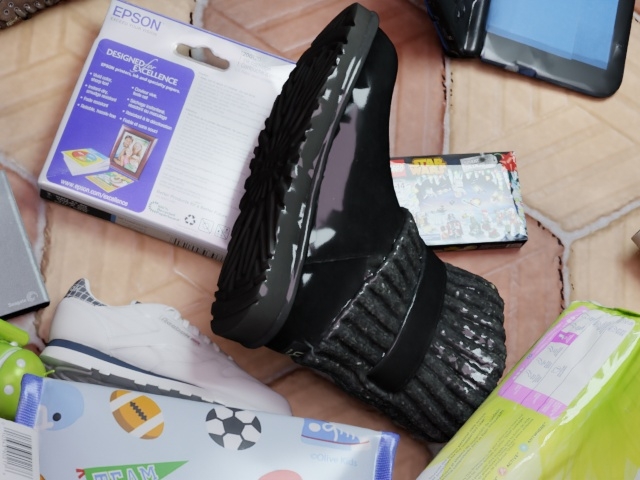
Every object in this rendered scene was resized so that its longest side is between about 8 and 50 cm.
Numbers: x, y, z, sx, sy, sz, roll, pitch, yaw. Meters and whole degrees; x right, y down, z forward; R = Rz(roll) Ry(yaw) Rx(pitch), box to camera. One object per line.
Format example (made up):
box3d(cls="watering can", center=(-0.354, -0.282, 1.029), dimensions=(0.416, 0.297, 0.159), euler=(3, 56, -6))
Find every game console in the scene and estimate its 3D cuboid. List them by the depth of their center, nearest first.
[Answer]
box3d(cls="game console", center=(0.219, -0.326, 1.704), dimensions=(0.173, 0.250, 0.293), euler=(4, 69, 19))

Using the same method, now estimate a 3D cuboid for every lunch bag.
box3d(cls="lunch bag", center=(-0.124, 0.341, 1.384), dimensions=(0.328, 0.239, 0.385), euler=(8, 62, -6))

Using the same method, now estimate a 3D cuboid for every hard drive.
box3d(cls="hard drive", center=(-0.313, 0.011, 1.567), dimensions=(0.094, 0.022, 0.135), euler=(-18, 76, -16))

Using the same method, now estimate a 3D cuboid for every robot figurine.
box3d(cls="robot figurine", center=(-0.290, 0.121, 1.500), dimensions=(0.115, 0.067, 0.101), euler=(12, 70, 22))

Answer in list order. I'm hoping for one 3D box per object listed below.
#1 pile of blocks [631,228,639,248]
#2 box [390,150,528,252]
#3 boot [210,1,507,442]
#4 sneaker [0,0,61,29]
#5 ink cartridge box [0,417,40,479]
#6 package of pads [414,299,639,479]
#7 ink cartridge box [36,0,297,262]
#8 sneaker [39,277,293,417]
box3d(cls="pile of blocks", center=(0.430, 0.092, 1.606), dimensions=(0.149, 0.112, 0.362), euler=(-6, 67, -32))
box3d(cls="box", center=(0.128, -0.037, 1.662), dimensions=(0.137, 0.027, 0.094), euler=(-4, 72, -12))
box3d(cls="boot", center=(0.064, -0.014, 1.550), dimensions=(0.260, 0.131, 0.348), euler=(24, 75, -22))
box3d(cls="sneaker", center=(-0.287, -0.237, 1.641), dimensions=(0.188, 0.066, 0.071), euler=(-2, 90, -6))
box3d(cls="ink cartridge box", center=(-0.351, 0.286, 1.322), dimensions=(0.069, 0.371, 0.176), euler=(27, 44, -42))
box3d(cls="package of pads", center=(0.212, 0.222, 1.497), dimensions=(0.296, 0.101, 0.229), euler=(-46, 126, -21))
box3d(cls="ink cartridge box", center=(-0.137, -0.103, 1.625), dimensions=(0.206, 0.045, 0.208), euler=(20, 71, -3))
box3d(cls="sneaker", center=(-0.130, 0.108, 1.540), dimensions=(0.235, 0.090, 0.095), euler=(21, 60, -5))
